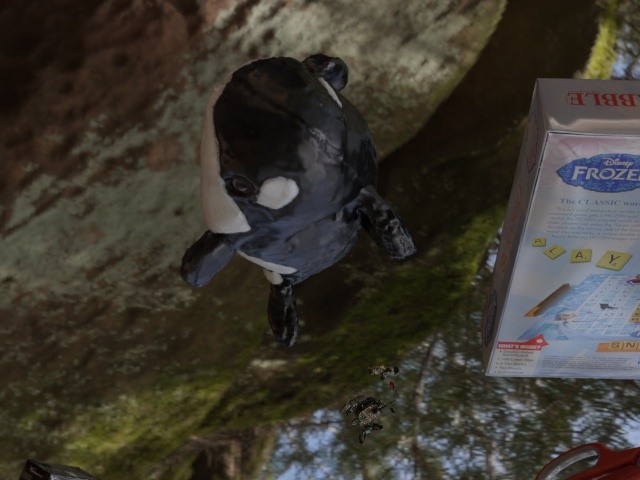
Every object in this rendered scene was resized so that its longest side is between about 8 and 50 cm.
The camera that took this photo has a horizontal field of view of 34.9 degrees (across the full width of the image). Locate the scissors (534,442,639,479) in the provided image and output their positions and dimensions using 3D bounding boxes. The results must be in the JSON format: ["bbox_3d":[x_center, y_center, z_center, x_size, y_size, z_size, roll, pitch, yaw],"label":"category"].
[{"bbox_3d":[0.337,0.218,1.051,0.297,0.021,0.109,-41,-157,31],"label":"scissors"}]

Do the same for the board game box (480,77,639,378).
[{"bbox_3d":[0.314,0.006,0.860,0.319,0.318,0.065,2,-131,-1],"label":"board game box"}]

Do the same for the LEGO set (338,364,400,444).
[{"bbox_3d":[0.045,0.142,0.910,0.083,0.054,0.023,-58,-147,15],"label":"LEGO set"}]

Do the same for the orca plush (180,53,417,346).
[{"bbox_3d":[0.000,0.000,0.594,0.102,0.287,0.151,32,-120,13],"label":"orca plush"}]

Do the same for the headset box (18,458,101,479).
[{"bbox_3d":[-0.222,0.224,0.821,0.032,0.062,0.083,20,-95,34],"label":"headset box"}]
